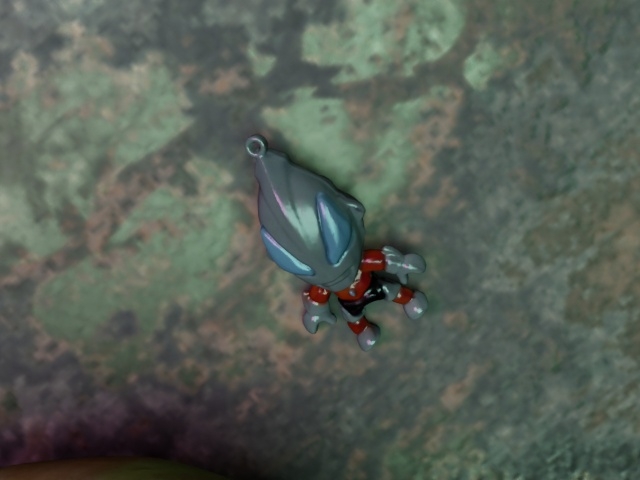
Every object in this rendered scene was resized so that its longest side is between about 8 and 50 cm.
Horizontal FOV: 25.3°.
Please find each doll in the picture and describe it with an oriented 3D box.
[{"bbox_3d":[0.000,0.001,0.625,0.057,0.039,0.114,-15,123,44],"label":"doll"}]

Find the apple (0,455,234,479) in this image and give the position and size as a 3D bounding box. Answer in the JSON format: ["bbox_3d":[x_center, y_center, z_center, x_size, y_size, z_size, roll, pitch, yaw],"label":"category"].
[{"bbox_3d":[-0.101,0.239,0.547,0.319,0.319,0.277,-13,104,0],"label":"apple"}]
